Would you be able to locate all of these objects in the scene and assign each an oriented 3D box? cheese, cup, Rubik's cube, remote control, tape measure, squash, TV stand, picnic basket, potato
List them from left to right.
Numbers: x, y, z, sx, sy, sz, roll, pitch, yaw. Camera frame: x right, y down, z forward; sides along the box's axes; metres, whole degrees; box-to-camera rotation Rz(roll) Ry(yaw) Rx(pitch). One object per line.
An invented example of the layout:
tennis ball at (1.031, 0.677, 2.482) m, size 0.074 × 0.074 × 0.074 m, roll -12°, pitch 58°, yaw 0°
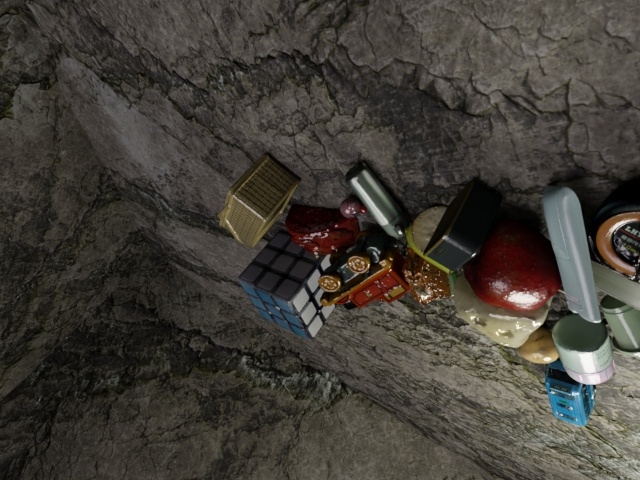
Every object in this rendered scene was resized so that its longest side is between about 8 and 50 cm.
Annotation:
picnic basket at (-0.237, -0.137, 1.577) m, size 0.175 × 0.228 × 0.313 m, roll 38°, pitch 152°, yaw -2°
Rubik's cube at (-0.111, 0.185, 1.840) m, size 0.305 × 0.303 × 0.301 m, roll 15°, pitch 145°, yaw 34°
squash at (0.325, 0.009, 1.235) m, size 0.187 × 0.123 × 0.123 m, roll 31°, pitch 152°, yaw 19°
cheese at (0.505, 0.189, 1.242) m, size 0.248 × 0.173 × 0.251 m, roll 22°, pitch 154°, yaw 27°
potato at (0.657, 0.315, 1.308) m, size 0.112 × 0.112 × 0.147 m, roll 43°, pitch 173°, yaw -8°
remote control at (0.528, 0.027, 0.922) m, size 0.103 × 0.051 × 0.293 m, roll -62°, pitch -44°, yaw -81°
cup at (0.739, 0.192, 1.031) m, size 0.141 × 0.120 × 0.120 m, roll 56°, pitch 151°, yaw -5°
TV stand at (0.700, 0.092, 0.935) m, size 0.269 × 0.088 × 0.083 m, roll 30°, pitch 150°, yaw 17°
tape measure at (0.630, -0.015, 0.817) m, size 0.202 × 0.135 × 0.223 m, roll 36°, pitch 152°, yaw 27°

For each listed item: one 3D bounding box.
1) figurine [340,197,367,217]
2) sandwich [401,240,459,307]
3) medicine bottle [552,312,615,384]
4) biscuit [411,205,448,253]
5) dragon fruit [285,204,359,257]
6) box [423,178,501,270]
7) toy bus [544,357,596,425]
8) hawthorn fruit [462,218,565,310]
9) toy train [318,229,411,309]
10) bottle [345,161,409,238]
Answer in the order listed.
figurine at (0.097, -0.104, 1.396) m, size 0.083 × 0.071 × 0.067 m, roll -40°, pitch 59°, yaw 55°
sandwich at (0.338, 0.096, 1.328) m, size 0.079 × 0.159 × 0.235 m, roll -12°, pitch 105°, yaw 63°
medicine bottle at (0.717, 0.296, 1.179) m, size 0.135 × 0.135 × 0.168 m, roll 5°, pitch 138°, yaw 47°
biscuit at (0.321, -0.023, 1.170) m, size 0.152 × 0.152 × 0.020 m, roll 27°, pitch 177°, yaw 22°
dragon fruit at (0.000, 0.000, 1.585) m, size 0.317 × 0.152 × 0.205 m, roll 9°, pitch 142°, yaw 43°
box at (0.347, -0.033, 1.058) m, size 0.090 × 0.201 × 0.144 m, roll 33°, pitch 152°, yaw 3°
toy bus at (0.783, 0.467, 1.360) m, size 0.113 × 0.134 × 0.246 m, roll 10°, pitch 142°, yaw 43°
hawthorn fruit at (0.488, 0.081, 1.056) m, size 0.266 × 0.210 × 0.230 m, roll 31°, pitch 160°, yaw 5°
toy train at (0.157, 0.112, 1.446) m, size 0.231 × 0.163 × 0.369 m, roll 44°, pitch 128°, yaw -10°
bottle at (0.173, -0.111, 1.269) m, size 0.253 × 0.079 × 0.096 m, roll 50°, pitch -165°, yaw -20°
